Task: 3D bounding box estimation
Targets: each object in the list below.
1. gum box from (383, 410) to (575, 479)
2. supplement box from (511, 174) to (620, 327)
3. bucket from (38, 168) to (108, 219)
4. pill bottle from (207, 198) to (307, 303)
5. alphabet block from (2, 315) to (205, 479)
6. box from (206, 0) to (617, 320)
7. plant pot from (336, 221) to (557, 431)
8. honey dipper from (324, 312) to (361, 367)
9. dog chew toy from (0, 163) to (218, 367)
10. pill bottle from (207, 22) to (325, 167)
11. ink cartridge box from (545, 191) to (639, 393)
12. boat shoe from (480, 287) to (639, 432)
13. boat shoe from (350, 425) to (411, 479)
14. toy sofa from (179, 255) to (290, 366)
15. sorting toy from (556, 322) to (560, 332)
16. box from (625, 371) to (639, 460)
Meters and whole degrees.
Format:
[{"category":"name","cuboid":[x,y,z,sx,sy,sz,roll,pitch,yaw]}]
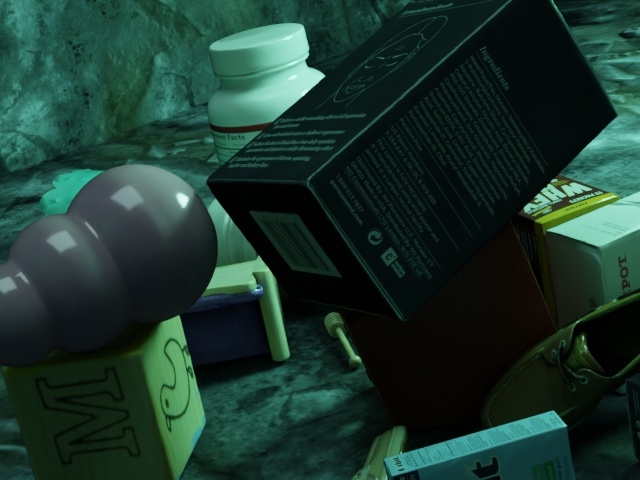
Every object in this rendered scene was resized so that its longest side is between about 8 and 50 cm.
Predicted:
[{"category":"gum box","cuboid":[0.169,0.273,1.345,0.184,0.157,0.041,-14,19,-6]},{"category":"supplement box","cuboid":[0.336,0.021,1.906,0.129,0.191,0.194,-19,21,-17]},{"category":"bucket","cuboid":[-0.349,0.003,2.299,0.183,0.281,0.281,-1,22,22]},{"category":"pill bottle","cuboid":[0.000,0.000,2.159,0.361,0.204,0.204,-2,21,27]},{"category":"alphabet block","cuboid":[-0.281,0.208,1.752,0.193,0.197,0.192,-8,20,11]},{"category":"box","cuboid":[0.108,-0.115,1.637,0.395,0.212,0.293,-43,20,-18]},{"category":"plant pot","cuboid":[0.154,0.100,1.736,0.236,0.267,0.267,-26,19,-1]},{"category":"honey dipper","cuboid":[0.035,0.152,1.978,0.030,0.030,0.160,-14,22,-5]},{"category":"dog chew toy","cuboid":[-0.294,0.043,1.644,0.332,0.206,0.206,-31,25,-24]},{"category":"pill bottle","cuboid":[-0.073,-0.169,2.371,0.229,0.407,0.229,-11,19,4]},{"category":"ink cartridge box","cuboid":[0.453,0.044,1.734,0.289,0.211,0.121,-20,21,-22]},{"category":"boat shoe","cuboid":[0.309,0.137,1.550,0.307,0.111,0.104,-38,-23,10]},{"category":"boat shoe","cuboid":[0.046,0.301,1.429,0.098,0.109,0.302,-6,25,14]},{"category":"toy sofa","cuboid":[-0.236,0.135,1.998,0.362,0.150,0.177,-10,15,5]},{"category":"sorting toy","cuboid":[0.373,0.118,1.808,0.102,0.061,0.042,-20,25,-18]},{"category":"box","cuboid":[0.466,0.196,1.452,0.153,0.108,0.207,-22,21,-27]}]
